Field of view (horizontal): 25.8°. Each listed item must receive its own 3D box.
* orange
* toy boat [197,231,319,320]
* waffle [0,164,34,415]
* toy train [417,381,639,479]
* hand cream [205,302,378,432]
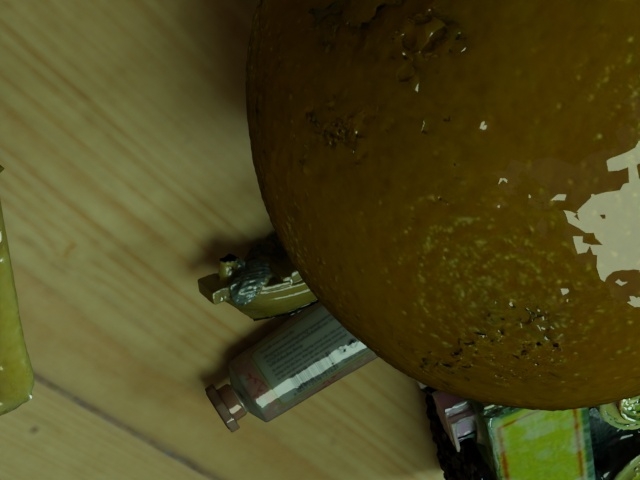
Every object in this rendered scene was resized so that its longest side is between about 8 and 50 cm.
[{"bbox_3d":[0.098,-0.055,0.649,0.274,0.274,0.274,-19,134,-21],"label":"orange"},{"bbox_3d":[0.000,0.000,0.792,0.149,0.047,0.049,-29,123,-16],"label":"toy boat"},{"bbox_3d":[-0.258,0.025,0.623,0.247,0.055,0.221,-19,136,-19],"label":"waffle"},{"bbox_3d":[0.160,0.109,0.937,0.177,0.134,0.261,-23,135,-6],"label":"toy train"},{"bbox_3d":[0.025,0.045,0.846,0.209,0.067,0.043,-32,178,-6],"label":"hand cream"}]
